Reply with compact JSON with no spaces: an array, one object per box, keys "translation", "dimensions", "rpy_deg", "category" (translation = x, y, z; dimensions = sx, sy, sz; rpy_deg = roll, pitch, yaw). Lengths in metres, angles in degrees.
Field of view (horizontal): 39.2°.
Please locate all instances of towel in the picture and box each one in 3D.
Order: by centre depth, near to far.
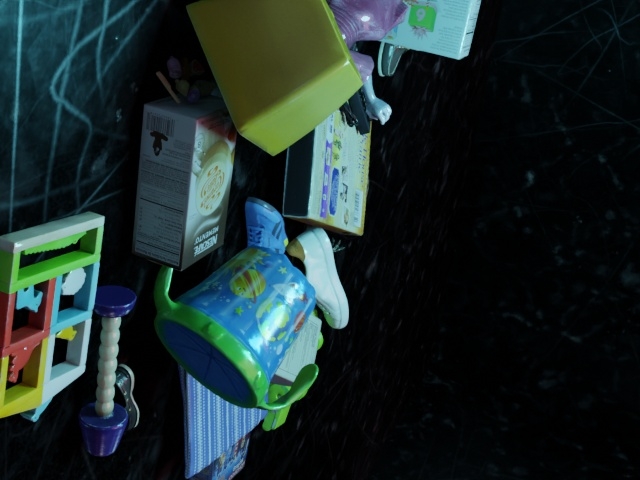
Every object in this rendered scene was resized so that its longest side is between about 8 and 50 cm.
[{"translation":[-0.196,0.312,1.863],"dimensions":[0.336,0.040,0.243],"rpy_deg":[-25,117,-64],"category":"towel"}]

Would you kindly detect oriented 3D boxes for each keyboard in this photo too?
[{"translation":[0.068,-0.352,1.945],"dimensions":[0.317,0.033,0.201],"rpy_deg":[66,28,-49],"category":"keyboard"}]

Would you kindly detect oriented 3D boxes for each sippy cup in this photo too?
[{"translation":[-0.133,0.136,1.579],"dimensions":[0.224,0.240,0.305],"rpy_deg":[-49,145,-27],"category":"sippy cup"}]

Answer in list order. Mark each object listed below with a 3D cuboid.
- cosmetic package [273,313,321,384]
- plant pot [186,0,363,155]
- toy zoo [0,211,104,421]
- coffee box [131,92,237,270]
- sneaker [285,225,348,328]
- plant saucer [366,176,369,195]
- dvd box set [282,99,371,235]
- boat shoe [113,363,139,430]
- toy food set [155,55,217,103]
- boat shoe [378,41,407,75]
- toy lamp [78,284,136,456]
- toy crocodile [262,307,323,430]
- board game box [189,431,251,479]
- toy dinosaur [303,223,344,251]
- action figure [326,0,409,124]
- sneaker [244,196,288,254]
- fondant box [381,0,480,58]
[{"translation":[-0.114,0.196,1.837],"dimensions":[0.309,0.113,0.160],"rpy_deg":[43,54,-62],"category":"cosmetic package"},{"translation":[-0.054,-0.278,1.381],"dimensions":[0.212,0.187,0.212],"rpy_deg":[67,10,8],"category":"plant pot"},{"translation":[-0.379,0.117,1.229],"dimensions":[0.192,0.030,0.293],"rpy_deg":[-27,131,-65],"category":"toy zoo"},{"translation":[-0.211,-0.097,1.410],"dimensions":[0.141,0.098,0.246],"rpy_deg":[-38,142,-60],"category":"coffee box"},{"translation":[-0.020,0.104,2.119],"dimensions":[0.123,0.106,0.290],"rpy_deg":[-28,124,-17],"category":"sneaker"},{"translation":[0.092,-0.120,2.382],"dimensions":[0.168,0.029,0.168],"rpy_deg":[17,90,-71],"category":"plant saucer"},{"translation":[0.025,-0.179,1.980],"dimensions":[0.420,0.062,0.307],"rpy_deg":[12,82,-72],"category":"dvd box set"},{"translation":[-0.331,0.266,1.486],"dimensions":[0.042,0.049,0.133],"rpy_deg":[-43,144,-46],"category":"boat shoe"},{"translation":[-0.200,-0.250,1.370],"dimensions":[0.019,0.078,0.122],"rpy_deg":[-31,-170,28],"category":"toy food set"},{"translation":[0.204,-0.520,2.268],"dimensions":[0.081,0.069,0.227],"rpy_deg":[-5,112,-70],"category":"boat shoe"},{"translation":[-0.330,0.208,1.385],"dimensions":[0.080,0.080,0.274],"rpy_deg":[-38,140,-60],"category":"toy lamp"},{"translation":[-0.080,0.304,2.187],"dimensions":[0.115,0.105,0.340],"rpy_deg":[-22,132,-65],"category":"toy crocodile"},{"translation":[-0.226,0.489,1.974],"dimensions":[0.194,0.060,0.194],"rpy_deg":[-30,135,-64],"category":"board game box"},{"translation":[0.000,0.000,2.175],"dimensions":[0.118,0.064,0.268],"rpy_deg":[-34,140,-39],"category":"toy dinosaur"},{"translation":[0.028,-0.379,1.609],"dimensions":[0.275,0.248,0.370],"rpy_deg":[83,28,-50],"category":"action figure"},{"translation":[-0.117,-0.009,1.815],"dimensions":[0.082,0.069,0.209],"rpy_deg":[-60,159,-23],"category":"sneaker"},{"translation":[0.251,-0.604,2.058],"dimensions":[0.096,0.238,0.330],"rpy_deg":[-35,140,-63],"category":"fondant box"}]
